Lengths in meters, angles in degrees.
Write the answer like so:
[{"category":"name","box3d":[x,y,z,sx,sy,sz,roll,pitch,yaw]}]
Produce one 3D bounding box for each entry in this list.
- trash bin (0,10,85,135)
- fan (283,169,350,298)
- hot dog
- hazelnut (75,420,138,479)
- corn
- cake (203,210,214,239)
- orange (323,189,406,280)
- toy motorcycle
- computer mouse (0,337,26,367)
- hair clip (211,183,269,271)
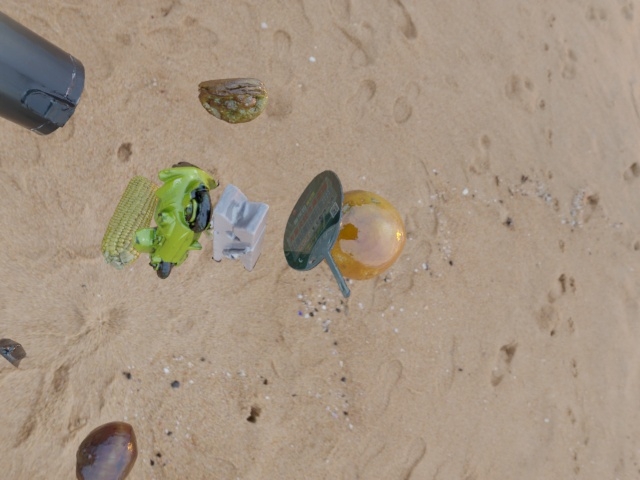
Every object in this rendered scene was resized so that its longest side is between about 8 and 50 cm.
[{"category":"trash bin","box3d":[-0.687,-0.375,0.857,0.203,0.252,0.301,-46,149,9]},{"category":"fan","box3d":[0.005,-0.033,0.845,0.012,0.294,0.223,16,93,-33]},{"category":"hot dog","box3d":[-0.328,-0.533,1.569,0.196,0.272,0.122,55,47,-61]},{"category":"hazelnut","box3d":[-0.668,0.674,1.307,0.177,0.178,0.204,18,57,-24]},{"category":"corn","box3d":[-0.703,-0.080,1.558,0.143,0.144,0.388,20,59,-23]},{"category":"cake","box3d":[-0.470,-0.094,1.641,0.225,0.109,0.090,42,70,-15]},{"category":"orange","box3d":[0.110,-0.020,1.184,0.261,0.261,0.261,6,78,-27]},{"category":"toy motorcycle","box3d":[-0.334,-0.053,0.973,0.142,0.342,0.206,16,53,-30]},{"category":"computer mouse","box3d":[-0.799,0.285,1.079,0.079,0.135,0.047,44,57,-8]},{"category":"hair clip","box3d":[-0.166,-0.007,0.849,0.101,0.331,0.085,30,72,-3]}]
